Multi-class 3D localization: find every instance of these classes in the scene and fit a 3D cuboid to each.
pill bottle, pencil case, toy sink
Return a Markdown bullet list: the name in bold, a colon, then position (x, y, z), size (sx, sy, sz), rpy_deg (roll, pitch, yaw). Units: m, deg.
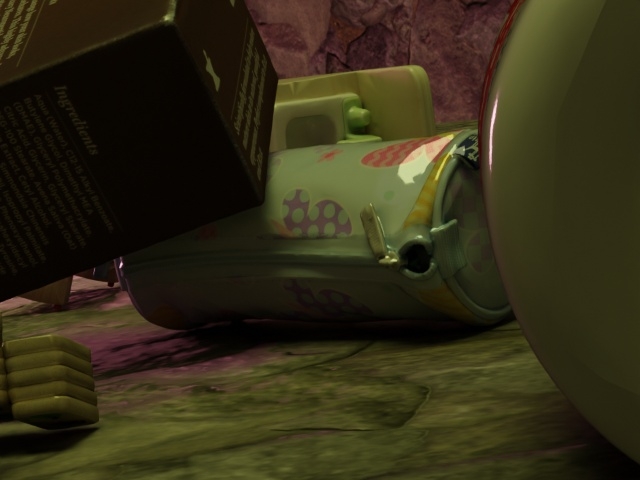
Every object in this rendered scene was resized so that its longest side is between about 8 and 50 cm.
- **pill bottle**: position (0.177, -0.041, 0.779), size (0.229, 0.229, 0.408), rpy_deg (-7, 5, 5)
- **pencil case**: position (0.000, 0.000, 1.193), size (0.273, 0.113, 0.124), rpy_deg (-2, 30, 39)
- **toy sink**: position (-0.033, -0.053, 1.559), size (0.234, 0.153, 0.131), rpy_deg (0, 9, 45)

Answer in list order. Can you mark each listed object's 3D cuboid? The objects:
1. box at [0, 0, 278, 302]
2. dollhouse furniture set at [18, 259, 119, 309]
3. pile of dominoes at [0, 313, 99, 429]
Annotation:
- **box**: position (-0.226, -0.053, 1.212), size (0.381, 0.143, 0.191), rpy_deg (-21, 25, 13)
- **dollhouse furniture set**: position (-0.142, -0.007, 1.510), size (0.183, 0.129, 0.129), rpy_deg (15, 11, 13)
- **pile of dominoes**: position (-0.241, 0.086, 0.955), size (0.251, 0.040, 0.196), rpy_deg (-10, -13, 9)
